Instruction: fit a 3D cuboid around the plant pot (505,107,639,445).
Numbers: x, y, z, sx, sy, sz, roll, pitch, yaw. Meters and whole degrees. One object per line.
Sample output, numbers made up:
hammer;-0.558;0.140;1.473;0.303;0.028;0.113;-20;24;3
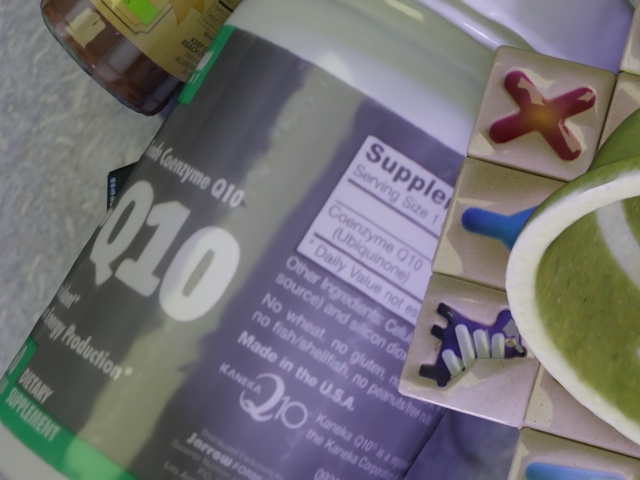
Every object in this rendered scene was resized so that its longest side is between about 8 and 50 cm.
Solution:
plant pot;0.241;-0.050;0.646;0.276;0.276;0.254;5;60;37

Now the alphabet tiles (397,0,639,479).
alphabet tiles;0.220;0.031;0.748;0.342;0.011;0.285;15;75;10

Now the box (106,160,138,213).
box;-0.104;-0.013;1.092;0.067;0.018;0.083;-17;60;28

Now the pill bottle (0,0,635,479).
pill bottle;0.000;0.000;0.893;0.204;0.204;0.361;30;87;40

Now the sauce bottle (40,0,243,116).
sauce bottle;-0.029;-0.234;1.086;0.344;0.111;0.111;-47;50;8
